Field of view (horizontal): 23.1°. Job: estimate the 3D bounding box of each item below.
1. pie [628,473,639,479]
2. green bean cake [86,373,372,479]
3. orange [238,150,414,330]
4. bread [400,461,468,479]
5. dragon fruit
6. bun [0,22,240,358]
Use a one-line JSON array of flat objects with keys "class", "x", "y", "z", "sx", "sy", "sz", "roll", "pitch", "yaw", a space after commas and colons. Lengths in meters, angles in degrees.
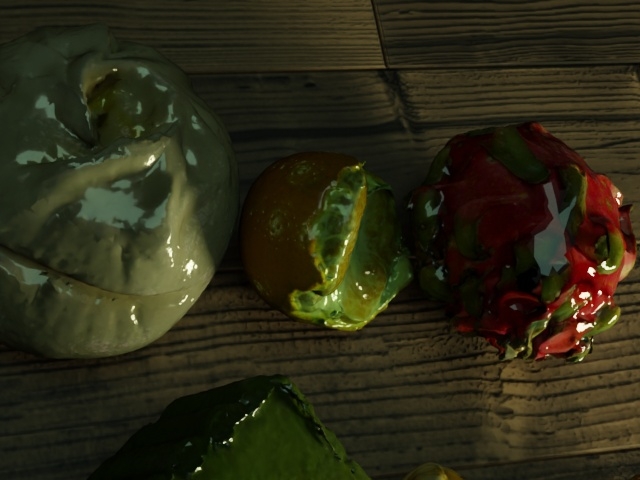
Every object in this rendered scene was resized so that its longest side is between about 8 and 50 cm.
[{"class": "pie", "x": 0.382, "y": 0.371, "z": 1.656, "sx": 0.273, "sy": 0.069, "sz": 0.273, "roll": 35, "pitch": 29, "yaw": -23}, {"class": "green bean cake", "x": -0.092, "y": 0.334, "z": 1.480, "sx": 0.319, "sy": 0.218, "sz": 0.335, "roll": -37, "pitch": 101, "yaw": -41}, {"class": "orange", "x": -0.004, "y": 0.000, "z": 1.681, "sx": 0.158, "sy": 0.237, "sz": 0.179, "roll": 7, "pitch": 82, "yaw": 23}, {"class": "bread", "x": 0.191, "y": 0.363, "z": 1.605, "sx": 0.311, "sy": 0.173, "sz": 0.121, "roll": 43, "pitch": 95, "yaw": 4}, {"class": "dragon fruit", "x": 0.218, "y": -0.004, "z": 1.741, "sx": 0.231, "sy": 0.237, "sz": 0.302, "roll": 31, "pitch": 30, "yaw": -53}, {"class": "bun", "x": -0.251, "y": -0.063, "z": 1.618, "sx": 0.365, "sy": 0.219, "sz": 0.365, "roll": 5, "pitch": 65, "yaw": -12}]
